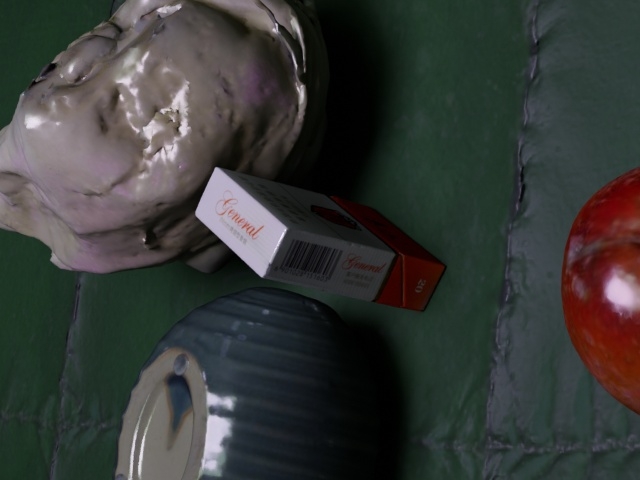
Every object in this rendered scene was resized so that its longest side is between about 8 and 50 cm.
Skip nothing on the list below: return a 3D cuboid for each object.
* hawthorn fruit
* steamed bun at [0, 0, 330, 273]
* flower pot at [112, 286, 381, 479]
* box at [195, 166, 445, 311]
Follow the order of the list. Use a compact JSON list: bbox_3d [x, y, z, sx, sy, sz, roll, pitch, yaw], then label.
[{"bbox_3d":[0.217,0.028,1.149,0.173,0.173,0.173,-18,65,44],"label":"hawthorn fruit"},{"bbox_3d":[-0.105,-0.079,1.527,0.268,0.207,0.280,-46,4,-27],"label":"steamed bun"},{"bbox_3d":[-0.055,0.153,1.427,0.189,0.157,0.243,10,88,48],"label":"flower pot"},{"bbox_3d":[0.000,0.000,1.414,0.100,0.152,0.048,44,115,46],"label":"box"}]
